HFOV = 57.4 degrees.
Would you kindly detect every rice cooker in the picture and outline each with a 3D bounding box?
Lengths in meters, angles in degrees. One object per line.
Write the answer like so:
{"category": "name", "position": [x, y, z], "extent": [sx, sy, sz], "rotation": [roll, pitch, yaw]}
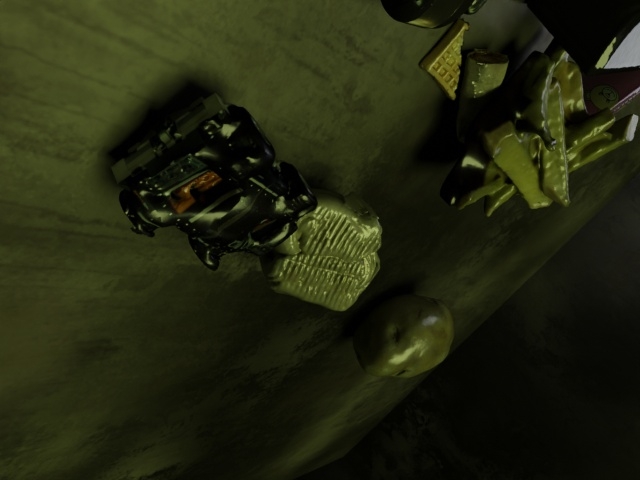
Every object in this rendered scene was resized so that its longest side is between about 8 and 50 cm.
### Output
{"category": "rice cooker", "position": [0.140, -0.337, 0.699], "extent": [0.106, 0.112, 0.165], "rotation": [-12, 142, -35]}

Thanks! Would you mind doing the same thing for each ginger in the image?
{"category": "ginger", "position": [0.445, -0.190, 1.132], "extent": [0.413, 0.211, 0.358], "rotation": [-36, 152, -32]}

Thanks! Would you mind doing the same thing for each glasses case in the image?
{"category": "glasses case", "position": [0.661, -0.357, 1.351], "extent": [0.316, 0.123, 0.076], "rotation": [-35, 153, -9]}

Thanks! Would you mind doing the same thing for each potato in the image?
{"category": "potato", "position": [0.248, 0.271, 1.679], "extent": [0.326, 0.221, 0.243], "rotation": [-11, 132, -29]}

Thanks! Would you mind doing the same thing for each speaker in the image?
{"category": "speaker", "position": [0.563, -0.422, 1.027], "extent": [0.388, 0.180, 0.184], "rotation": [-18, 159, -39]}

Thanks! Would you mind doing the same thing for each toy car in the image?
{"category": "toy car", "position": [-0.127, -0.061, 0.773], "extent": [0.193, 0.118, 0.301], "rotation": [-34, 156, 7]}

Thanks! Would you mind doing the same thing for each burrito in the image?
{"category": "burrito", "position": [0.289, -0.264, 1.071], "extent": [0.087, 0.060, 0.226], "rotation": [-29, 152, -13]}

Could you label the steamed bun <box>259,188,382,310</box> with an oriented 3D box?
{"category": "steamed bun", "position": [0.001, -0.002, 1.015], "extent": [0.218, 0.144, 0.211], "rotation": [14, 119, -23]}

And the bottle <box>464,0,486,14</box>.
{"category": "bottle", "position": [0.262, -0.410, 0.745], "extent": [0.260, 0.112, 0.112], "rotation": [-47, 153, 13]}

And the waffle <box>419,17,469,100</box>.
{"category": "waffle", "position": [0.228, -0.297, 0.980], "extent": [0.097, 0.023, 0.153], "rotation": [-46, 152, 14]}
